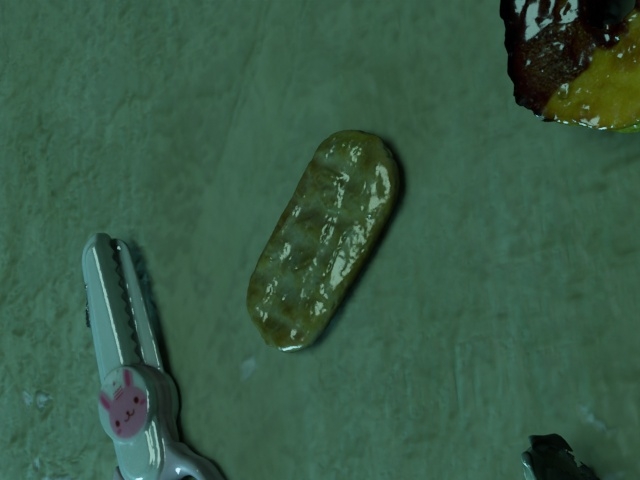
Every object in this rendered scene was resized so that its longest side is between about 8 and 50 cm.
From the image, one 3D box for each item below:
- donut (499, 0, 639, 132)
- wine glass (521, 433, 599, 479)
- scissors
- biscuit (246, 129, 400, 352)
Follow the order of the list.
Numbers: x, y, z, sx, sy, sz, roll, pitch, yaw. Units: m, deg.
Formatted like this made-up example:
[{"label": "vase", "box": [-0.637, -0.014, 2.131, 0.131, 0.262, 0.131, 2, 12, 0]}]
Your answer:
[{"label": "donut", "box": [0.151, -0.119, 0.779, 0.140, 0.059, 0.140, -8, 77, 42]}, {"label": "wine glass", "box": [0.082, 0.172, 0.798, 0.155, 0.072, 0.072, -50, 54, 25]}, {"label": "scissors", "box": [-0.116, 0.109, 1.016, 0.118, 0.030, 0.242, -26, 70, 37]}, {"label": "biscuit", "box": [0.000, 0.000, 0.931, 0.071, 0.018, 0.147, 44, 113, 39]}]
